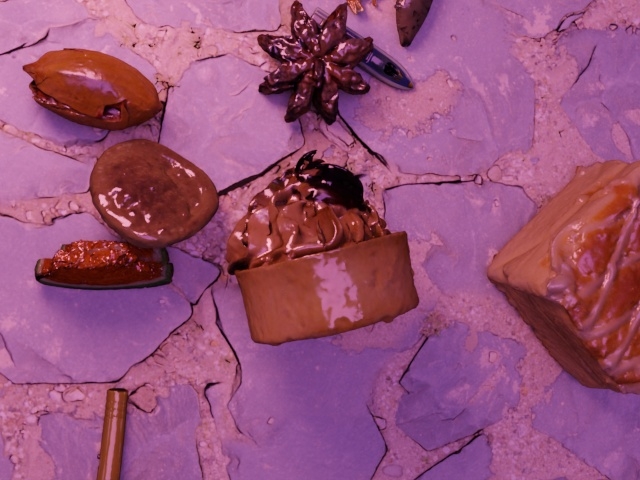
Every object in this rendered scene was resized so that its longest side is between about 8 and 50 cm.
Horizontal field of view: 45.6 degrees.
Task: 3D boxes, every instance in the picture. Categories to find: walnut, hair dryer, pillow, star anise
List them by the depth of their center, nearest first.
[{"bbox_3d":[-0.404,-0.271,1.359,0.245,0.137,0.137,18,88,-16],"label":"walnut"},{"bbox_3d":[-0.376,0.415,1.410,0.135,0.090,0.279,6,84,-12],"label":"hair dryer"},{"bbox_3d":[-0.004,-0.327,1.435,0.223,0.109,0.236,-2,110,-10],"label":"star anise"},{"bbox_3d":[0.195,-0.505,1.508,0.093,0.051,0.241,23,90,-49],"label":"pillow"}]

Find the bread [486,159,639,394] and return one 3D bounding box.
[{"bbox_3d":[0.593,0.070,1.518,0.390,0.279,0.371,-42,102,-11],"label":"bread"}]

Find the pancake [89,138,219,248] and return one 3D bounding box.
[{"bbox_3d":[-0.292,-0.092,1.362,0.242,0.050,0.242,12,52,-16],"label":"pancake"}]

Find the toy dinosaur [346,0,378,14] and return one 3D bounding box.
[{"bbox_3d":[0.097,-0.562,1.506,0.142,0.057,0.212,-18,85,5],"label":"toy dinosaur"}]

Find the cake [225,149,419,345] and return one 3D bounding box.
[{"bbox_3d":[-0.006,0.001,1.361,0.332,0.332,0.321,-14,89,-12],"label":"cake"}]

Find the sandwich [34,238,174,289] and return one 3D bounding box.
[{"bbox_3d":[-0.396,0.035,1.364,0.235,0.159,0.079,-6,71,8],"label":"sandwich"}]

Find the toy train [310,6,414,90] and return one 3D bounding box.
[{"bbox_3d":[0.087,-0.371,1.503,0.252,0.048,0.055,30,87,-12],"label":"toy train"}]
